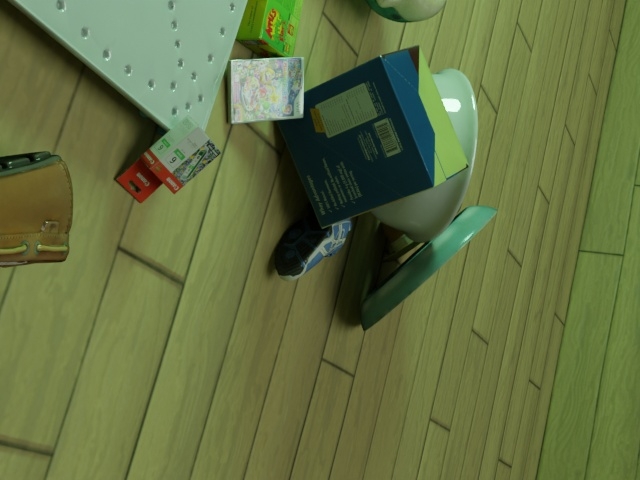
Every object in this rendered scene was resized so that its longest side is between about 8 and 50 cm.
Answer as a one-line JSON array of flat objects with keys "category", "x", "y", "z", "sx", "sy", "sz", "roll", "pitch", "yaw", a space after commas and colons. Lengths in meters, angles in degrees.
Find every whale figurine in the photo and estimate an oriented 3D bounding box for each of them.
[{"category": "whale figurine", "x": 0.101, "y": -0.468, "z": 1.537, "sx": 0.272, "sy": 0.141, "sz": 0.216, "roll": 32, "pitch": 66, "yaw": -46}]

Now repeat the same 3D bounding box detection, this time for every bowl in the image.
[{"category": "bowl", "x": 0.131, "y": -0.149, "z": 1.573, "sx": 0.134, "sy": 0.298, "sz": 0.297, "roll": 8, "pitch": 89, "yaw": -19}]

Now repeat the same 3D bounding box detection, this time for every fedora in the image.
[{"category": "fedora", "x": 0.171, "y": -0.038, "z": 1.755, "sx": 0.079, "sy": 0.194, "sz": 0.194, "roll": 53, "pitch": 37, "yaw": -1}]

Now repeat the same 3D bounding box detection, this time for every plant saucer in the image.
[{"category": "plant saucer", "x": 0.181, "y": 0.039, "z": 1.681, "sx": 0.043, "sy": 0.317, "sz": 0.317, "roll": 47, "pitch": 38, "yaw": 2}]

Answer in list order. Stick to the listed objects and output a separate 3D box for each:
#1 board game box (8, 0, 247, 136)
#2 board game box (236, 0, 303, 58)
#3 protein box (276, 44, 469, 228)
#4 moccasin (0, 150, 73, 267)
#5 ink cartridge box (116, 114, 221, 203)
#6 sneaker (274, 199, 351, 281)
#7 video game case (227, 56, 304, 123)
[{"category": "board game box", "x": -0.203, "y": -0.361, "z": 1.075, "sx": 0.390, "sy": 0.050, "sz": 0.389, "roll": 41, "pitch": 61, "yaw": -56}, {"category": "board game box", "x": -0.063, "y": -0.353, "z": 1.339, "sx": 0.092, "sy": 0.043, "sz": 0.181, "roll": 23, "pitch": 76, "yaw": -60}, {"category": "protein box", "x": 0.074, "y": -0.152, "z": 1.406, "sx": 0.136, "sy": 0.201, "sz": 0.199, "roll": -29, "pitch": 98, "yaw": -55}, {"category": "moccasin", "x": -0.355, "y": 0.019, "z": 0.807, "sx": 0.380, "sy": 0.139, "sz": 0.146, "roll": -30, "pitch": 113, "yaw": -67}, {"category": "ink cartridge box", "x": -0.180, "y": -0.089, "z": 1.133, "sx": 0.115, "sy": 0.029, "sz": 0.063, "roll": -42, "pitch": 146, "yaw": -3}, {"category": "sneaker", "x": 0.000, "y": 0.000, "z": 1.488, "sx": 0.211, "sy": 0.080, "sz": 0.081, "roll": -52, "pitch": 136, "yaw": -42}, {"category": "video game case", "x": -0.075, "y": -0.210, "z": 1.325, "sx": 0.122, "sy": 0.011, "sz": 0.087, "roll": -11, "pitch": 109, "yaw": -36}]
